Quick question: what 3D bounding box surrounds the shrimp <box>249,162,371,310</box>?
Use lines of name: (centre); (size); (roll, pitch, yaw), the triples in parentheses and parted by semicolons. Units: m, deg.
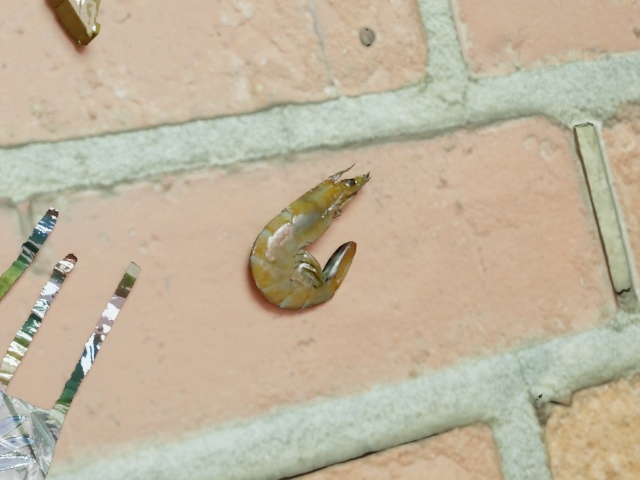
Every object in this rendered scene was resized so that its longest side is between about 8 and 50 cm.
shrimp: (0.004, 0.000, 0.998); (0.162, 0.045, 0.095); (-41, 98, -25)

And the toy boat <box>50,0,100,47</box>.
toy boat: (-0.190, -0.269, 0.960); (0.077, 0.057, 0.201); (17, 75, -25)

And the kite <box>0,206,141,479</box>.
kite: (-0.257, 0.132, 0.885); (0.169, 0.015, 0.310); (38, 71, -12)
